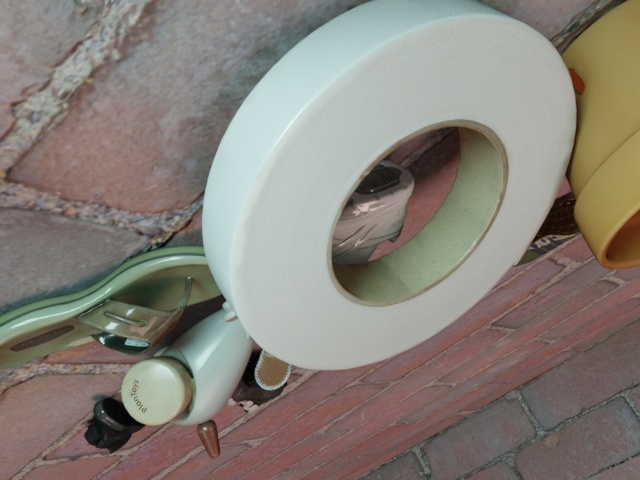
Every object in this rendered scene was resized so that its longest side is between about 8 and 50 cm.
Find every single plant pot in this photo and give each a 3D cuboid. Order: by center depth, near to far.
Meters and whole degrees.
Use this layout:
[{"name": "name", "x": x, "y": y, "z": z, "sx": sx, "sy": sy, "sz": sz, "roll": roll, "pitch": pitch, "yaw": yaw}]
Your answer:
[{"name": "plant pot", "x": 0.380, "y": -0.130, "z": 0.704, "sx": 0.291, "sy": 0.203, "sz": 0.291, "roll": -20, "pitch": 152, "yaw": -11}]

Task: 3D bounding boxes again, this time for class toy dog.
[{"name": "toy dog", "x": -0.094, "y": 0.159, "z": 0.839, "sx": 0.334, "sy": 0.161, "sz": 0.220, "roll": -35, "pitch": 179, "yaw": 25}]

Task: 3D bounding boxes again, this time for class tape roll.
[{"name": "tape roll", "x": 0.079, "y": -0.037, "z": 0.630, "sx": 0.392, "sy": 0.072, "sz": 0.392, "roll": -19, "pitch": 133, "yaw": -22}]

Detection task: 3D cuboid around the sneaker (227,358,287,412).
[{"name": "sneaker", "x": -0.112, "y": 0.225, "z": 1.072, "sx": 0.106, "sy": 0.078, "sz": 0.234, "roll": -27, "pitch": 157, "yaw": -2}]

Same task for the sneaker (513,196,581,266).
[{"name": "sneaker", "x": 0.360, "y": -0.009, "z": 1.065, "sx": 0.192, "sy": 0.064, "sz": 0.086, "roll": -25, "pitch": 160, "yaw": 0}]

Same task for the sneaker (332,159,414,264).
[{"name": "sneaker", "x": 0.000, "y": 0.000, "z": 0.710, "sx": 0.232, "sy": 0.090, "sz": 0.115, "roll": -17, "pitch": 128, "yaw": -12}]

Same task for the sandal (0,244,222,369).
[{"name": "sandal", "x": -0.225, "y": 0.093, "z": 0.725, "sx": 0.303, "sy": 0.086, "sz": 0.120, "roll": -22, "pitch": 153, "yaw": -5}]

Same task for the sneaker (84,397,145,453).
[{"name": "sneaker", "x": -0.342, "y": 0.302, "z": 1.038, "sx": 0.089, "sy": 0.051, "sz": 0.170, "roll": -30, "pitch": 156, "yaw": -1}]
